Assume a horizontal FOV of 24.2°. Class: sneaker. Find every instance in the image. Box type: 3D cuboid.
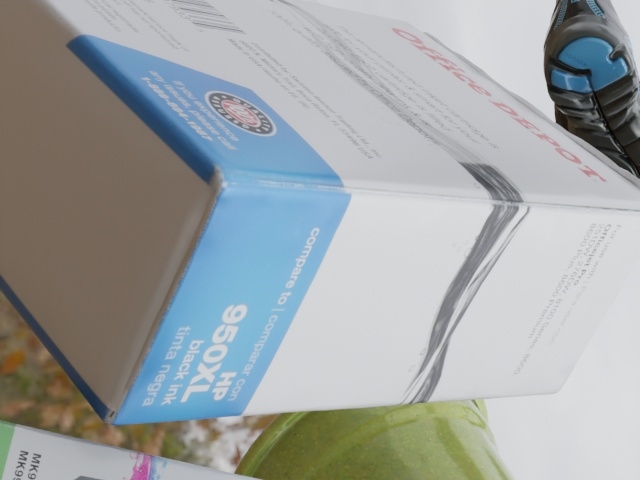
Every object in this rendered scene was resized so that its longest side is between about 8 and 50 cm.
[{"bbox_3d":[0.325,-0.144,1.698,0.341,0.125,0.140,73,17,-46],"label":"sneaker"}]

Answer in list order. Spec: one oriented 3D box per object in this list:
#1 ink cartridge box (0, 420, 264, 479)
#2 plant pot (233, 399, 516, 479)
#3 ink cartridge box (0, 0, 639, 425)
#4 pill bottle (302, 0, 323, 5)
[{"bbox_3d":[-0.132,0.192,0.829,0.093,0.212,0.154,137,-33,-70],"label":"ink cartridge box"},{"bbox_3d":[0.093,0.279,1.252,0.254,0.276,0.276,46,-28,45],"label":"plant pot"},{"bbox_3d":[-0.019,-0.037,0.957,0.285,0.395,0.166,44,-62,38],"label":"ink cartridge box"},{"bbox_3d":[-0.156,-0.156,1.699,0.361,0.204,0.204,-19,-97,44],"label":"pill bottle"}]
